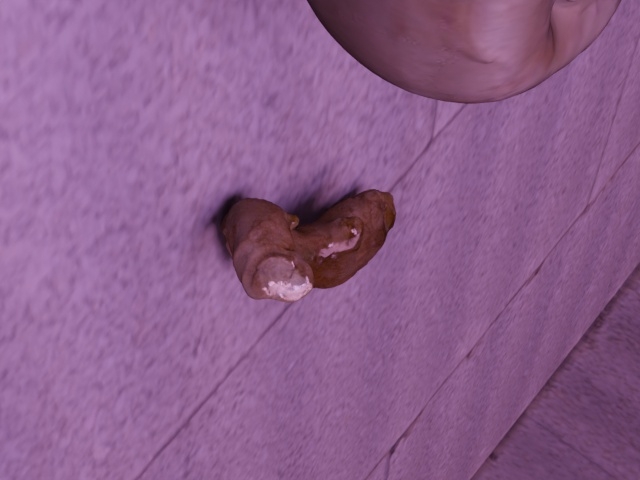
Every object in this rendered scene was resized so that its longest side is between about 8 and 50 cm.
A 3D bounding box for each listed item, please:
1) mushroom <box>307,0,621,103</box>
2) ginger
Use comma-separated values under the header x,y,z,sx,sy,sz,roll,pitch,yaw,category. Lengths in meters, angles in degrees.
x,y,z,sx,sy,sz,roll,pitch,yaw,category
0.133,-0.180,0.738,0.297,0.290,0.297,-51,163,-22,mushroom
0.000,0.000,1.107,0.089,0.075,0.288,-35,173,14,ginger
